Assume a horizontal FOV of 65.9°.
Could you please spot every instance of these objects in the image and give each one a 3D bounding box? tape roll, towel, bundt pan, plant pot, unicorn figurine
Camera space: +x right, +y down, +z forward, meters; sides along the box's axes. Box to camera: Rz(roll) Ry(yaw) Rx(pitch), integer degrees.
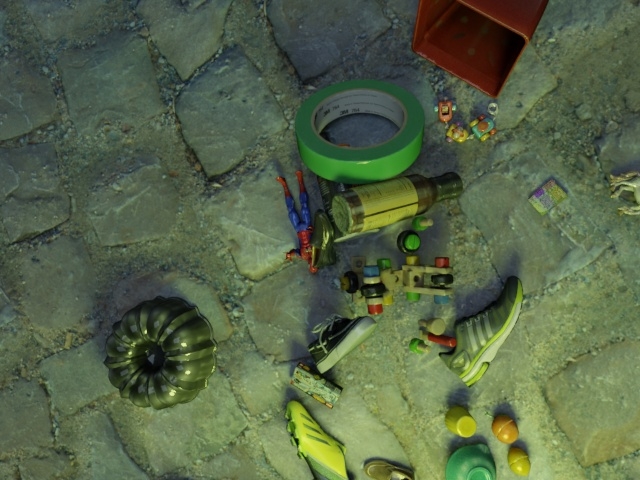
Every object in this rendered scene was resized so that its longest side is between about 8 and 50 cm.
[{"bbox_3d":[0.098,-0.281,1.244,0.321,0.077,0.321,-3,51,4],"label":"tape roll"},{"bbox_3d":[0.581,-0.110,1.264,0.083,0.009,0.060,-41,82,8],"label":"towel"},{"bbox_3d":[-0.469,0.325,1.401,0.331,0.124,0.331,0,88,12],"label":"bundt pan"},{"bbox_3d":[0.408,-0.562,1.201,0.267,0.267,0.236,34,82,10],"label":"plant pot"},{"bbox_3d":[0.778,-0.098,1.198,0.111,0.060,0.162,-17,85,11],"label":"unicorn figurine"}]

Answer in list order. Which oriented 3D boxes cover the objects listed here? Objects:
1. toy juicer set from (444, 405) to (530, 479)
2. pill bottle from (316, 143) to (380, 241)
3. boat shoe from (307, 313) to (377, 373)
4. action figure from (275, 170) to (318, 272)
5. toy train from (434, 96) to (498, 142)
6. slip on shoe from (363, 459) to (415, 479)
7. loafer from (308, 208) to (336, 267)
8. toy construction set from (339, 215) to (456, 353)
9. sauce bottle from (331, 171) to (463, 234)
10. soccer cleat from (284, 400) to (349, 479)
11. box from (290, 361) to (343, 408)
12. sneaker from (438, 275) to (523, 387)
[{"bbox_3d":[0.417,0.588,1.244,0.209,0.089,0.329,2,85,-7],"label":"toy juicer set"},{"bbox_3d":[0.065,-0.127,1.305,0.130,0.130,0.245,-15,86,10],"label":"pill bottle"},{"bbox_3d":[0.042,0.240,1.240,0.113,0.306,0.105,-31,75,-27],"label":"boat shoe"},{"bbox_3d":[-0.059,-0.047,1.329,0.091,0.139,0.280,-16,87,11],"label":"action figure"},{"bbox_3d":[0.380,-0.319,1.292,0.166,0.046,0.125,3,89,12],"label":"toy train"},{"bbox_3d":[0.180,0.617,1.302,0.135,0.041,0.051,11,90,11],"label":"slip on shoe"},{"bbox_3d":[0.000,0.000,1.271,0.061,0.062,0.170,-22,122,-21],"label":"loafer"},{"bbox_3d":[0.194,0.135,1.267,0.257,0.237,0.309,-32,100,-21],"label":"toy construction set"},{"bbox_3d":[0.198,-0.102,1.222,0.344,0.111,0.111,-14,85,-24],"label":"sauce bottle"},{"bbox_3d":[0.000,0.558,1.331,0.121,0.093,0.289,-24,78,-21],"label":"soccer cleat"},{"bbox_3d":[-0.012,0.390,1.327,0.137,0.027,0.094,29,138,10],"label":"box"},{"bbox_3d":[0.406,0.215,1.241,0.121,0.111,0.300,30,92,15],"label":"sneaker"}]
